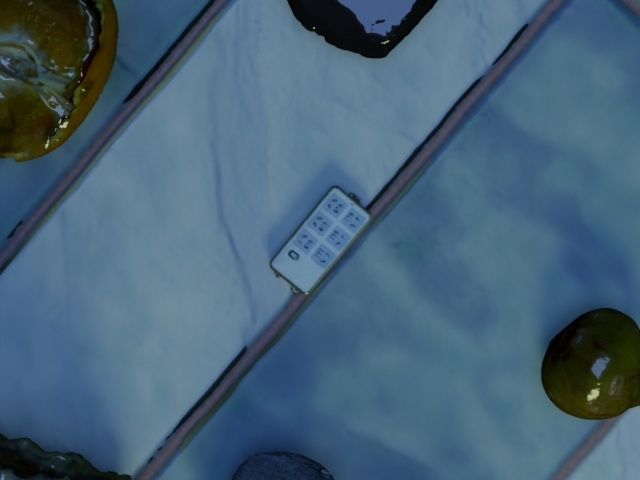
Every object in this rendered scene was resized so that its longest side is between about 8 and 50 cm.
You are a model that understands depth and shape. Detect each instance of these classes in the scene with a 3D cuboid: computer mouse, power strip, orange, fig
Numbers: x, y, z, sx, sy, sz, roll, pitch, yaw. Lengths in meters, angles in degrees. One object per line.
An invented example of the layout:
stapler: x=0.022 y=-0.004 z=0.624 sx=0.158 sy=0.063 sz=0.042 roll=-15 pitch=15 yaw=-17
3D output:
computer mouse: x=0.061 y=-0.241 z=1.499 sx=0.122 sy=0.073 sz=0.217 roll=42 pitch=98 yaw=0
power strip: x=0.000 y=0.000 z=1.539 sx=0.040 sy=0.016 sz=0.090 roll=39 pitch=92 yaw=-3
orange: x=-0.218 y=-0.142 z=1.484 sx=0.170 sy=0.112 sz=0.160 roll=-3 pitch=100 yaw=33
fig: x=0.218 y=0.103 z=1.521 sx=0.098 sy=0.082 sz=0.084 roll=43 pitch=56 yaw=-18

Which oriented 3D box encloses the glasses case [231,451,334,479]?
glasses case: x=-0.051 y=0.299 z=1.510 sx=0.067 sy=0.109 sz=0.282 roll=12 pitch=93 yaw=-44

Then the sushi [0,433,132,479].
sushi: x=-0.231 y=0.217 z=1.465 sx=0.274 sy=0.184 sz=0.139 roll=16 pitch=94 yaw=-2
